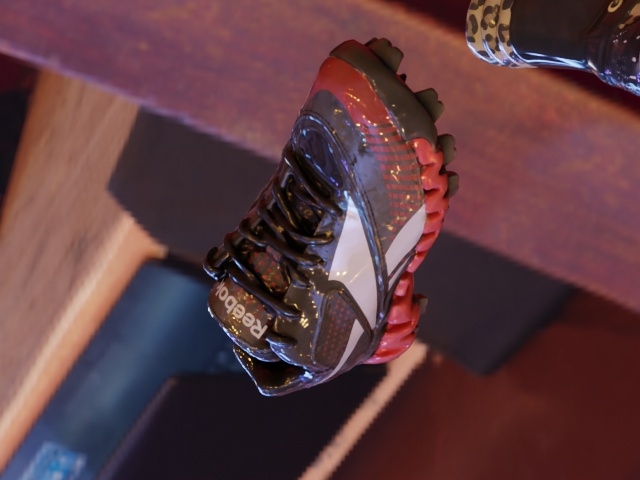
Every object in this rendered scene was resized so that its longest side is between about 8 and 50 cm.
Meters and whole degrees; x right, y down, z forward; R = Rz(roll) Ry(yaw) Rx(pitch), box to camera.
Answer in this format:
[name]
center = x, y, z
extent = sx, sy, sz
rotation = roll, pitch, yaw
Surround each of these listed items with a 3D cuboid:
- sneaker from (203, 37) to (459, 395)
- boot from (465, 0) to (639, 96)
[sneaker]
center = 0.000, 0.000, 1.030
extent = 0.135, 0.097, 0.276
rotation = -28, 150, -24
[boot]
center = 0.200, -0.171, 0.966
extent = 0.236, 0.178, 0.085
rotation = -50, 124, -16
